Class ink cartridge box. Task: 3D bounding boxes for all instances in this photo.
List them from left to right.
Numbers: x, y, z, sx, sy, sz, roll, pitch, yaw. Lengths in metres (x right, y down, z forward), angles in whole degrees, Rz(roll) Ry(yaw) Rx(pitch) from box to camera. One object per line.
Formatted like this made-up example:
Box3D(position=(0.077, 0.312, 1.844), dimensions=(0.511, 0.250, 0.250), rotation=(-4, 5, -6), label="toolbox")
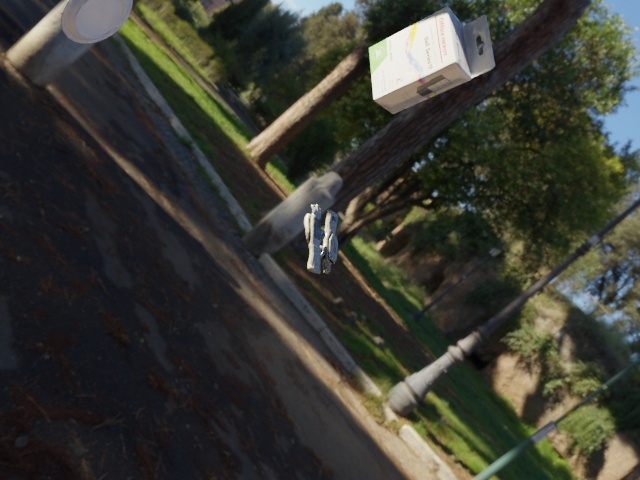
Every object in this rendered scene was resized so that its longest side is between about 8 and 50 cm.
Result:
Box3D(position=(0.329, -0.555, 1.677), dimensions=(0.119, 0.353, 0.207), rotation=(20, 60, -48), label="ink cartridge box")

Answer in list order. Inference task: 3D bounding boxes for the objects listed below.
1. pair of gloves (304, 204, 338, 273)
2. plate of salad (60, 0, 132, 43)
Box3D(position=(0.000, 0.000, 1.676), dimensions=(0.240, 0.042, 0.204), rotation=(13, 77, -70), label="pair of gloves")
Box3D(position=(-0.574, -0.588, 1.412), dimensions=(0.048, 0.200, 0.200), rotation=(50, 7, 9), label="plate of salad")
